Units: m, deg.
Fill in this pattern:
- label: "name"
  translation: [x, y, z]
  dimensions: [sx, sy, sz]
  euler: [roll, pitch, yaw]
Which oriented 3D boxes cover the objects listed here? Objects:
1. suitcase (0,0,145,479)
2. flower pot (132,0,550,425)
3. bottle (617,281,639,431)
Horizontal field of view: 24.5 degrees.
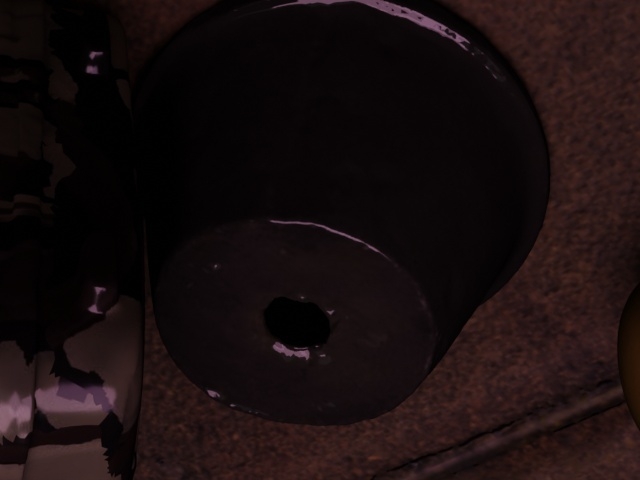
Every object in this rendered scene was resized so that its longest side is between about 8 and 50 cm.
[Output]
- label: "suitcase"
  translation: [-0.207, 0.065, 0.837]
  dimensions: [0.193, 0.352, 0.339]
  euler: [5, 132, -13]
- label: "flower pot"
  translation: [0.000, 0.000, 0.864]
  dimensions: [0.268, 0.166, 0.269]
  euler: [4, 127, 6]
- label: "bottle"
  translation: [0.343, 0.046, 0.831]
  dimensions: [0.351, 0.171, 0.172]
  euler: [-11, 124, 22]
